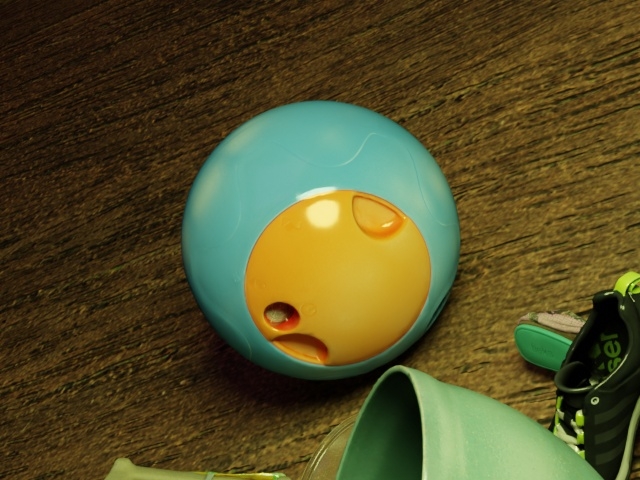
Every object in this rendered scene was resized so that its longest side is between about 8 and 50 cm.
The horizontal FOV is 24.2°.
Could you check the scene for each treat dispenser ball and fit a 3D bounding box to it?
[{"bbox_3d":[0.000,0.000,1.538,0.288,0.288,0.288,-28,30,18],"label":"treat dispenser ball"}]

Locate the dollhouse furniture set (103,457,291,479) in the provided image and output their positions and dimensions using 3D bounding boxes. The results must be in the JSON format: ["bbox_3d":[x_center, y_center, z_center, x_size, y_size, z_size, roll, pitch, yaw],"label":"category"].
[{"bbox_3d":[-0.150,0.333,1.397,0.198,0.151,0.301,5,14,9],"label":"dollhouse furniture set"}]

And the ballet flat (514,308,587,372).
[{"bbox_3d":[0.262,0.102,1.332,0.079,0.077,0.221,-26,24,-20],"label":"ballet flat"}]

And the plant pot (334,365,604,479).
[{"bbox_3d":[0.115,0.247,1.011,0.293,0.196,0.293,-167,90,-81],"label":"plant pot"}]

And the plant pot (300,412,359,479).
[{"bbox_3d":[0.091,0.240,1.238,0.165,0.167,0.167,12,55,46],"label":"plant pot"}]

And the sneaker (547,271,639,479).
[{"bbox_3d":[0.213,0.133,1.219,0.084,0.097,0.234,30,102,48],"label":"sneaker"}]
